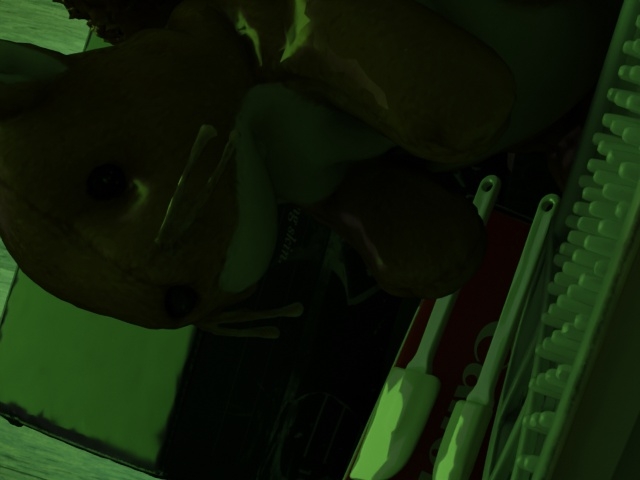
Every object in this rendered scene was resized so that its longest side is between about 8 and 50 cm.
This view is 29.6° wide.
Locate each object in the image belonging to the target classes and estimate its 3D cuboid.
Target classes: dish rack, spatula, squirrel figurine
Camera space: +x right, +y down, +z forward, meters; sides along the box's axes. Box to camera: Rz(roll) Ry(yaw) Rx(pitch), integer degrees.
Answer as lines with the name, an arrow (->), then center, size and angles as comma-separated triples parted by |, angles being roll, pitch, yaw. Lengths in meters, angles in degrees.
dish rack -> 0.131, 0.015, 0.496 | 0.285, 0.072, 0.333 | -64, -13, -52
spatula -> 0.127, 0.068, 0.812 | 0.019, 0.168, 0.242 | 37, -110, -40
squirrel figurine -> -0.039, -0.124, 0.718 | 0.370, 0.397, 0.281 | -29, -30, -11

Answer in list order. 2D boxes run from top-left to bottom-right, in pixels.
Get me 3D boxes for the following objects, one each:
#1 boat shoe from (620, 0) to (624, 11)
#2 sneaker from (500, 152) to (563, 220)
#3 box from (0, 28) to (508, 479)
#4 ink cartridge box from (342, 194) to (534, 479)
boat shoe -> 0.208, -0.238, 0.705 | 0.301, 0.108, 0.102 | 91, -159, -55
sneaker -> 0.227, -0.115, 1.113 | 0.131, 0.112, 0.319 | 54, -127, -82
box -> 0.000, 0.000, 1.181 | 0.472, 0.297, 0.480 | 21, -99, -45
ink cartridge box -> 0.105, 0.139, 0.917 | 0.272, 0.130, 0.309 | 81, -147, -74
